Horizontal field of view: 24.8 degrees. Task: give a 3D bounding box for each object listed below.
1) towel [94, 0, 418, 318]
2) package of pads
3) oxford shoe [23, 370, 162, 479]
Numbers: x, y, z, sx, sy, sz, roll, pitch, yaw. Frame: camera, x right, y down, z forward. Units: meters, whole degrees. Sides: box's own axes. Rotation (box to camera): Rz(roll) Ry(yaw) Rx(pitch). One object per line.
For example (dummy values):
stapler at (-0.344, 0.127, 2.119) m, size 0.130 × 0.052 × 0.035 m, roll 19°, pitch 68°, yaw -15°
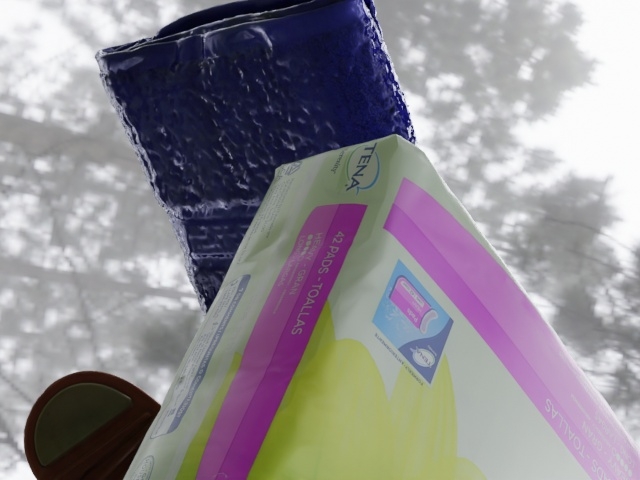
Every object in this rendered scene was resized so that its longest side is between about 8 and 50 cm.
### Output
towel at (0.000, 0.000, 0.885) m, size 0.227 × 0.076 × 0.308 m, roll -1°, pitch -65°, yaw 48°
package of pads at (0.050, 0.136, 0.671) m, size 0.101 × 0.296 × 0.229 m, roll -14°, pitch -141°, yaw 39°
oxford shoe at (-0.054, 0.222, 1.018) m, size 0.123 × 0.130 × 0.348 m, roll -44°, pitch -98°, yaw -6°
